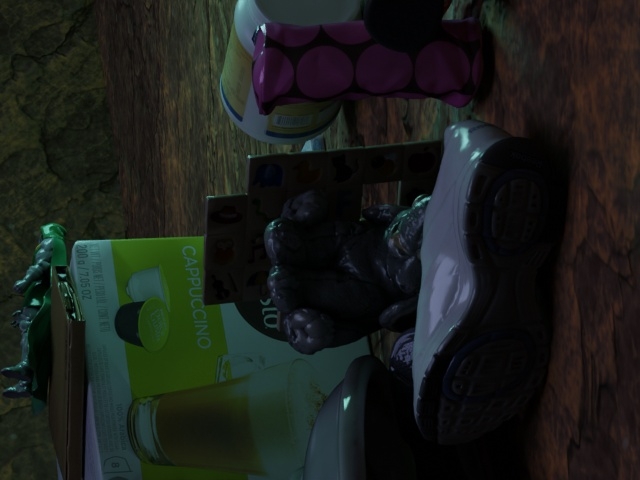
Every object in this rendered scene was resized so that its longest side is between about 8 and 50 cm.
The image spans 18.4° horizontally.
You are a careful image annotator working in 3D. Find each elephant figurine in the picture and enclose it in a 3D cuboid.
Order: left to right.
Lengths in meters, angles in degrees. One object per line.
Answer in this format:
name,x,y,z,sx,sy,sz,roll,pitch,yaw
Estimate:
elephant figurine,0.081,0.023,1.849,0.186,0.239,0.169,-57,-47,-68

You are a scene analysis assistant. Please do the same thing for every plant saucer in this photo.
plant saucer,0.039,0.310,1.838,0.400,0.100,0.401,-11,-90,-81

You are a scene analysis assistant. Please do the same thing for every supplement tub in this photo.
supplement tub,-0.031,-0.216,2.215,0.200,0.144,0.144,108,154,-57

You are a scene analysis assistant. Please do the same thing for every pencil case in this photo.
pencil case,0.042,-0.157,1.792,0.098,0.209,0.095,96,173,-58

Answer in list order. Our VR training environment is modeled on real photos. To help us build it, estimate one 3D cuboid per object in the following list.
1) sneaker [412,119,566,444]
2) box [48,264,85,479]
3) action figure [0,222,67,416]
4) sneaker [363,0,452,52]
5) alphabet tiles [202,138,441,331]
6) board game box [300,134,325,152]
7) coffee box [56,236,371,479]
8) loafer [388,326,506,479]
sneaker,0.133,0.035,1.682,0.129,0.111,0.297,-125,42,-59
box,-0.286,0.149,2.214,0.164,0.021,0.201,-123,34,-64
action figure,-0.335,0.075,2.345,0.137,0.063,0.232,104,175,-53
sneaker,0.115,-0.301,1.688,0.145,0.090,0.270,-76,11,-51
alphabet tiles,0.000,0.000,1.939,0.009,0.237,0.198,-122,31,-56
board game box,-0.009,-0.071,2.424,0.090,0.020,0.090,123,142,-66
coffee box,-0.127,0.220,2.324,0.338,0.334,0.338,109,155,-54
loafer,0.138,0.224,1.795,0.109,0.095,0.303,-11,87,46
